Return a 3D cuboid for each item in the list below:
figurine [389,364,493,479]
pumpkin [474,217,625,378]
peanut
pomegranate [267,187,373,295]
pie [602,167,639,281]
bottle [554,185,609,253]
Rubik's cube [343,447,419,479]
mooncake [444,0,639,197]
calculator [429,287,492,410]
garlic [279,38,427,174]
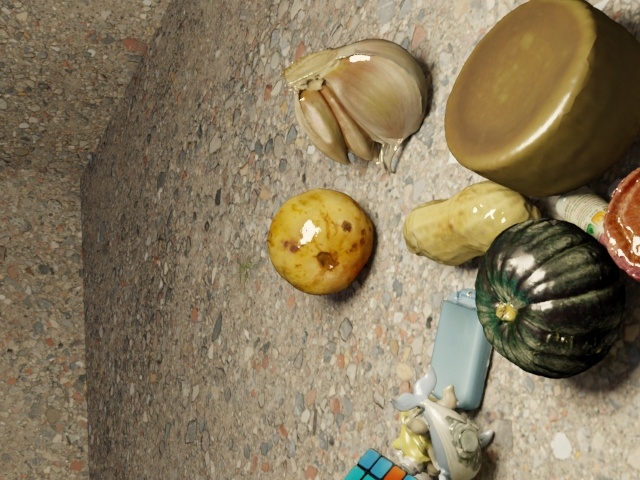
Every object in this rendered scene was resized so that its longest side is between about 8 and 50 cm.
[{"bbox_3d":[0.182,0.308,1.325,0.184,0.128,0.208,-5,114,59],"label":"figurine"},{"bbox_3d":[0.311,0.079,1.138,0.220,0.162,0.220,46,145,47],"label":"pumpkin"},{"bbox_3d":[0.236,-0.026,1.346,0.290,0.130,0.130,-17,68,56],"label":"peanut"},{"bbox_3d":[0.000,0.000,1.677,0.215,0.215,0.215,-23,62,55],"label":"pomegranate"},{"bbox_3d":[0.442,-0.025,1.029,0.182,0.050,0.182,-20,53,30],"label":"pie"},{"bbox_3d":[0.403,-0.004,1.121,0.060,0.060,0.217,-67,32,22],"label":"bottle"},{"bbox_3d":[0.113,0.457,1.335,0.151,0.155,0.154,-46,27,-16],"label":"Rubik's cube"},{"bbox_3d":[0.324,-0.199,1.186,0.284,0.156,0.284,-42,34,36],"label":"mooncake"},{"bbox_3d":[0.233,0.183,1.377,0.121,0.039,0.210,16,96,61],"label":"calculator"},{"bbox_3d":[0.077,-0.267,1.595,0.237,0.292,0.210,-54,23,-2],"label":"garlic"}]
